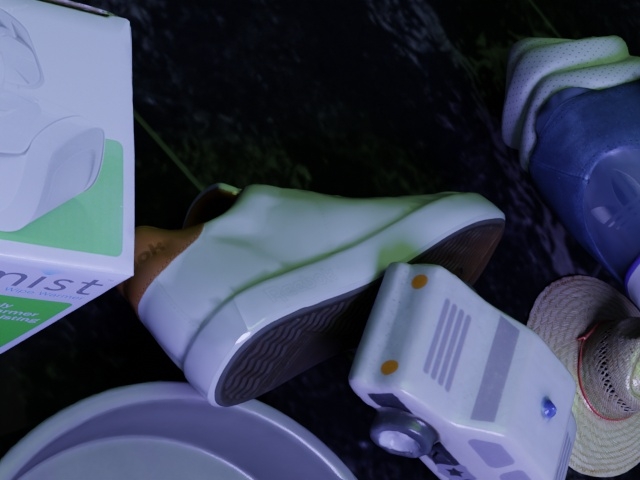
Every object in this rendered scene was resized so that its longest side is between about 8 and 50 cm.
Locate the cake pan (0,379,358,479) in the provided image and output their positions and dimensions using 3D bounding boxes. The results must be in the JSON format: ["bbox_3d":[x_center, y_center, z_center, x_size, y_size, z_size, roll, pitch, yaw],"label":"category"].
[{"bbox_3d":[-0.074,0.220,0.848,0.293,0.054,0.293,14,65,-33],"label":"cake pan"}]

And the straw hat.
[{"bbox_3d":[0.204,0.084,1.102,0.144,0.061,0.144,13,66,-32],"label":"straw hat"}]

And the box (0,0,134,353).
[{"bbox_3d":[-0.244,-0.028,0.699,0.262,0.231,0.127,11,67,-34],"label":"box"}]

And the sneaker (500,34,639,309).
[{"bbox_3d":[0.237,-0.046,1.134,0.323,0.130,0.236,15,38,-58],"label":"sneaker"}]

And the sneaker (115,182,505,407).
[{"bbox_3d":[0.000,0.000,0.957,0.123,0.106,0.290,41,30,23],"label":"sneaker"}]

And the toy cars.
[{"bbox_3d":[0.122,0.193,0.917,0.176,0.087,0.394,-22,103,-52],"label":"toy cars"}]
